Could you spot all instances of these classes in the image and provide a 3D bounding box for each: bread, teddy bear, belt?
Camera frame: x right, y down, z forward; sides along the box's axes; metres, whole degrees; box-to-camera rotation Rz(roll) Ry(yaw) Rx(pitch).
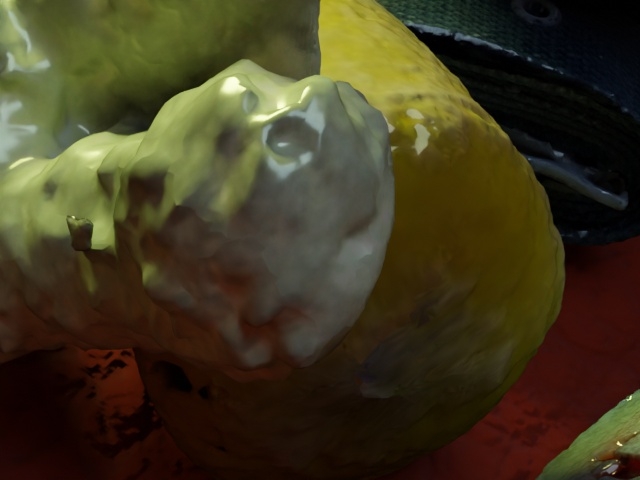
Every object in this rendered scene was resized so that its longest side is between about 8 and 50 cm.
[{"bbox_3d":[-0.002,0.001,0.628,0.197,0.197,0.170,-1,42,-28],"label":"bread"},{"bbox_3d":[-0.225,-0.065,0.481,0.362,0.375,0.327,15,70,-37],"label":"teddy bear"},{"bbox_3d":[0.089,-0.089,0.789,0.218,0.122,0.128,20,43,-9],"label":"belt"}]

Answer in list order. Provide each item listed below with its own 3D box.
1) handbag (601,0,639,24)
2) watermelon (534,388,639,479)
[{"bbox_3d":[0.100,-0.281,0.965,0.329,0.122,0.303,8,50,-19],"label":"handbag"},{"bbox_3d":[0.221,0.150,0.597,0.213,0.201,0.261,-26,71,-30],"label":"watermelon"}]
